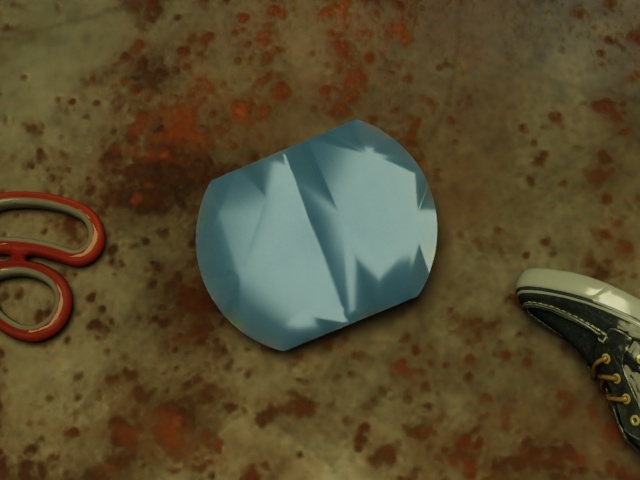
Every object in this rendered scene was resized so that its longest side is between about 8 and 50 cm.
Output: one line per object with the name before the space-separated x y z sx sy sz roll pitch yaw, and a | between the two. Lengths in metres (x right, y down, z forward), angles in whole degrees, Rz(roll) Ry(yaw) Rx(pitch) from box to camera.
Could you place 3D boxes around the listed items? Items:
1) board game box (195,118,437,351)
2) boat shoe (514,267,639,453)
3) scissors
board game box | 0.000 0.000 1.230 0.168 0.033 0.133 -23 75 5
boat shoe | 0.199 0.086 1.153 0.183 0.065 0.083 24 75 14
scissors | -0.302 0.004 1.279 0.297 0.021 0.109 9 75 12
